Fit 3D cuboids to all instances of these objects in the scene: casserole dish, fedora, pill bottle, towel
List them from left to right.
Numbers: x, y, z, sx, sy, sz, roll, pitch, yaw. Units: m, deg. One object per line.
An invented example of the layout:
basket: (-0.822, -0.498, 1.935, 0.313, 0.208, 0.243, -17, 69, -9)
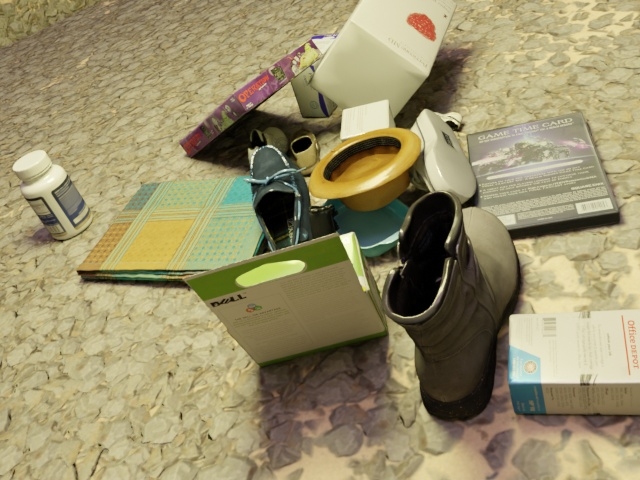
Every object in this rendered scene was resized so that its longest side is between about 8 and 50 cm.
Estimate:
pill bottle: (-0.539, -0.093, 1.353, 0.094, 0.169, 0.094, -13, 38, 10)
towel: (-0.237, -0.025, 1.233, 0.370, 0.040, 0.271, -1, 41, 27)
casserole dish: (0.075, -0.032, 1.086, 0.114, 0.037, 0.188, -32, 37, -13)
fedora: (0.078, -0.103, 1.076, 0.194, 0.079, 0.194, -21, 33, 15)

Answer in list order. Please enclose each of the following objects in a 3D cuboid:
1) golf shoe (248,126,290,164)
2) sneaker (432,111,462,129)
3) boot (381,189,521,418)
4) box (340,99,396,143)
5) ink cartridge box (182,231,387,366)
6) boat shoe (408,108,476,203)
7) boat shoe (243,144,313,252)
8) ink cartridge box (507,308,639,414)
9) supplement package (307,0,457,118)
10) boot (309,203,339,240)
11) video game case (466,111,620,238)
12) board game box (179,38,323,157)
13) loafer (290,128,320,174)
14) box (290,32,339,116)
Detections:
golf shoe: (-0.107, -0.194, 1.337, 0.069, 0.086, 0.176, -15, 36, 12)
sneaker: (0.220, -0.218, 1.249, 0.083, 0.032, 0.037, -4, 40, 23)
boot: (0.168, 0.020, 0.814, 0.118, 0.223, 0.338, -6, 41, 21)
box: (0.092, -0.177, 1.204, 0.087, 0.101, 0.102, -11, 40, 14)
ink cartridge box: (-0.036, 0.049, 0.846, 0.188, 0.255, 0.097, -16, 54, 8)
boat shoe: (0.180, -0.124, 1.107, 0.088, 0.096, 0.267, -48, 27, 27)
boat shoe: (-0.059, -0.064, 1.082, 0.109, 0.089, 0.258, -30, 57, 7)
ink cartridge box: (0.304, 0.135, 0.745, 0.180, 0.060, 0.104, -5, 39, 22)
supplement package: (0.129, -0.390, 1.335, 0.175, 0.177, 0.293, -48, 13, 47)
boot: (0.000, 0.000, 0.999, 0.045, 0.099, 0.121, -2, 11, 16)
video game case: (0.336, -0.106, 1.059, 0.196, 0.026, 0.274, -10, 38, 16)
board game box: (-0.152, -0.280, 1.367, 0.208, 0.056, 0.347, -47, 15, -25)
loafer: (-0.030, -0.184, 1.315, 0.056, 0.050, 0.148, -20, 37, 2)
box: (0.000, -0.354, 1.448, 0.072, 0.126, 0.137, 5, 44, 29)
